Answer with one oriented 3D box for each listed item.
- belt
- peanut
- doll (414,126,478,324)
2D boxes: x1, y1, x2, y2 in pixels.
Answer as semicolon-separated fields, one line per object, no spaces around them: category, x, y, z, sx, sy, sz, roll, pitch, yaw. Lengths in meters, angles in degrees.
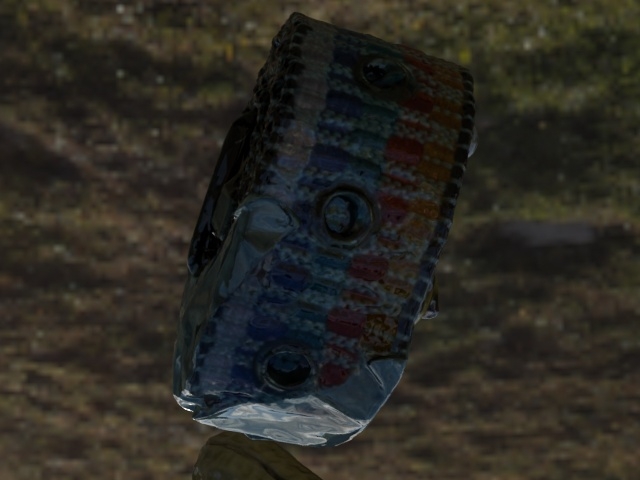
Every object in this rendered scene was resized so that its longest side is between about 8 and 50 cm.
belt;0.000;0.000;1.047;0.150;0.257;0.207;17;-178;-8
peanut;-0.023;0.200;1.229;0.174;0.080;0.080;35;-172;34
doll;0.075;-0.035;1.491;0.117;0.291;0.086;37;142;-28
